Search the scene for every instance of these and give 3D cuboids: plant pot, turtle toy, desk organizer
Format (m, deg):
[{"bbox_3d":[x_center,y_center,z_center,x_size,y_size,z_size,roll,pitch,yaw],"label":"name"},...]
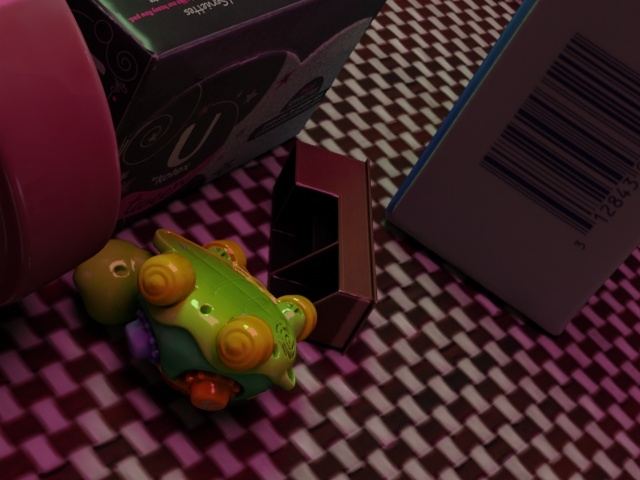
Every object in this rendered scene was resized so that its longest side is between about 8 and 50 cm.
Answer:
[{"bbox_3d":[-0.213,-0.038,0.445,0.180,0.201,0.201,-34,70,-33],"label":"plant pot"},{"bbox_3d":[-0.066,0.037,0.546,0.130,0.066,0.095,37,15,11],"label":"turtle toy"},{"bbox_3d":[0.000,0.000,0.650,0.050,0.047,0.130,17,40,-15],"label":"desk organizer"}]

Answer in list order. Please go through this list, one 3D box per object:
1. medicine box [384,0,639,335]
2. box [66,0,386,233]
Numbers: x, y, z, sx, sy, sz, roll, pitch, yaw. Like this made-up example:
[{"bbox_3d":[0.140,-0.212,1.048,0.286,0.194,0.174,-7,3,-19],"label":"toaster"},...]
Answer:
[{"bbox_3d":[0.207,-0.127,0.753,0.149,0.263,0.289,34,37,3],"label":"medicine box"},{"bbox_3d":[-0.089,-0.120,0.628,0.142,0.163,0.247,44,39,11],"label":"box"}]
